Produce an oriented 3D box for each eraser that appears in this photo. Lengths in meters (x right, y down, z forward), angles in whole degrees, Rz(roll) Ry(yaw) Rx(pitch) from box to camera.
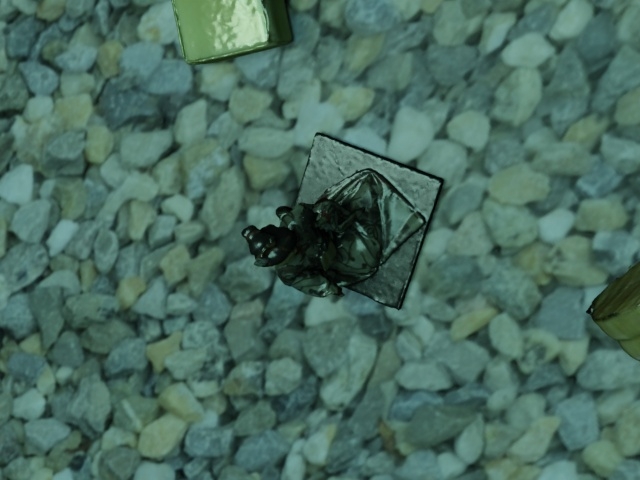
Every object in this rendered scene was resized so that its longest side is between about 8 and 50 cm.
[{"bbox_3d":[-0.103,-0.282,1.474,0.117,0.058,0.172,-10,94,26],"label":"eraser"}]

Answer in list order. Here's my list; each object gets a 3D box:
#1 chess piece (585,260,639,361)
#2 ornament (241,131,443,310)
[{"bbox_3d":[0.395,0.142,1.290,0.137,0.137,0.301,-38,95,25],"label":"chess piece"},{"bbox_3d":[0.000,0.000,1.398,0.153,0.196,0.166,23,108,21],"label":"ornament"}]
